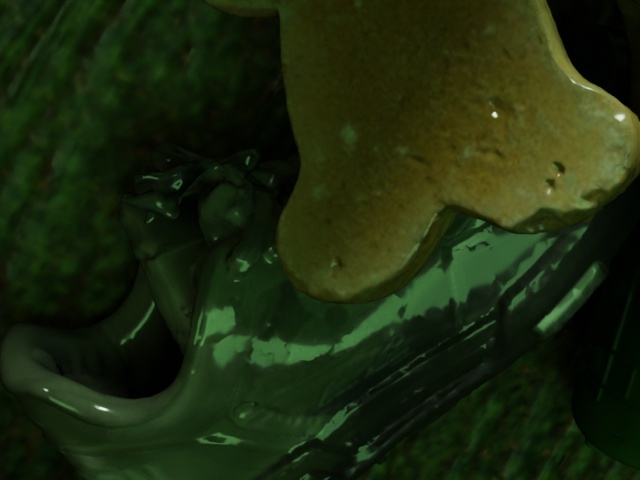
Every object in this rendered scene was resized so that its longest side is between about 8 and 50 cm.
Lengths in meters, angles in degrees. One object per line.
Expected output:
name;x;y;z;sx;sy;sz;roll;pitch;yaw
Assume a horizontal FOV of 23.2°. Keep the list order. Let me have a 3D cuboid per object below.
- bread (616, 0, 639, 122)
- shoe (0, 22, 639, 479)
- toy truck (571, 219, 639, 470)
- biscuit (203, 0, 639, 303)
bread;0.183;-0.046;0.543;0.152;0.130;0.267;-6;109;25
shoe;-0.001;-0.002;0.611;0.293;0.109;0.149;-45;122;6
toy truck;0.194;-0.006;0.690;0.125;0.101;0.242;7;115;-14
biscuit;0.026;-0.105;0.542;0.153;0.030;0.234;-19;85;20
